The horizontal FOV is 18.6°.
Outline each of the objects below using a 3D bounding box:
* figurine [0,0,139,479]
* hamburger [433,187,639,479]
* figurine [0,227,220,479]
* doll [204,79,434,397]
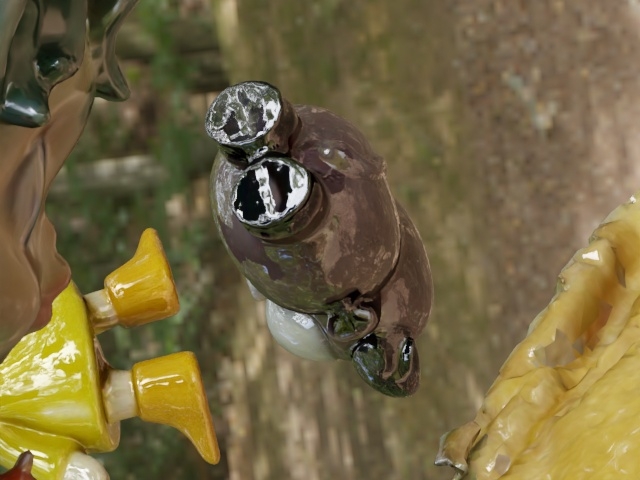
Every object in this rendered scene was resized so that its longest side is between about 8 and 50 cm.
[{"bbox_3d":[-0.141,0.035,0.504,0.261,0.186,0.382,11,92,59],"label":"figurine"},{"bbox_3d":[0.129,0.026,0.328,0.108,0.213,0.214,62,-178,-22],"label":"hamburger"},{"bbox_3d":[-0.246,0.090,1.185,0.215,0.343,0.187,-116,17,-50],"label":"figurine"},{"bbox_3d":[0.002,-0.001,1.258,0.257,0.117,0.182,61,-168,-63],"label":"doll"}]
